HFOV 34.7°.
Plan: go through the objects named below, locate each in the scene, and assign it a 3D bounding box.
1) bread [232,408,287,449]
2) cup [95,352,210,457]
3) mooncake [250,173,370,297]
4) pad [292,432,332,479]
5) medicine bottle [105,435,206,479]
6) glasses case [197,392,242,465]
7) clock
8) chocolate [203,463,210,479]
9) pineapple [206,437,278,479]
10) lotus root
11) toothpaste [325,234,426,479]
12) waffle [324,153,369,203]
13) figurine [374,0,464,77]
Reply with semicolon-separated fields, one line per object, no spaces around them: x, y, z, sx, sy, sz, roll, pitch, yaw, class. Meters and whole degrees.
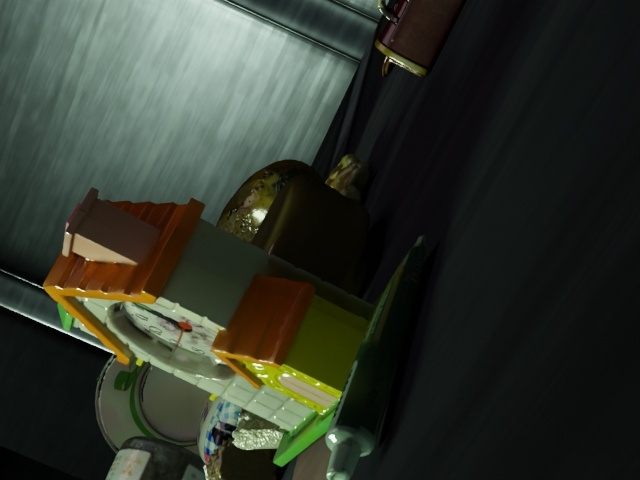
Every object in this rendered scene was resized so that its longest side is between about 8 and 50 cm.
-0.043;0.165;0.989;0.083;0.070;0.035;-64;-38;-52;bread
-0.260;0.287;1.887;0.274;0.253;0.253;78;-145;-84;cup
-0.026;0.041;1.082;0.235;0.117;0.235;-63;4;8;mooncake
-0.001;0.171;0.837;0.113;0.006;0.188;-62;6;25;pad
-0.274;0.447;1.536;0.165;0.165;0.273;122;172;-60;medicine bottle
-0.121;0.237;1.409;0.125;0.076;0.327;-64;4;-5;glasses case
-0.097;0.067;0.845;0.106;0.255;0.220;-66;5;-29;clock
-0.130;0.317;1.319;0.101;0.031;0.064;152;104;-80;chocolate
-0.085;0.241;1.058;0.159;0.074;0.074;121;172;-73;pineapple
-0.099;-0.013;1.879;0.196;0.179;0.397;-49;-1;-32;lotus root
0.040;0.078;0.696;0.049;0.031;0.204;-61;5;48;toothpaste
-0.002;-0.001;1.419;0.261;0.056;0.250;-64;5;-4;waffle
0.108;-0.267;1.248;0.154;0.098;0.082;-61;10;22;figurine
